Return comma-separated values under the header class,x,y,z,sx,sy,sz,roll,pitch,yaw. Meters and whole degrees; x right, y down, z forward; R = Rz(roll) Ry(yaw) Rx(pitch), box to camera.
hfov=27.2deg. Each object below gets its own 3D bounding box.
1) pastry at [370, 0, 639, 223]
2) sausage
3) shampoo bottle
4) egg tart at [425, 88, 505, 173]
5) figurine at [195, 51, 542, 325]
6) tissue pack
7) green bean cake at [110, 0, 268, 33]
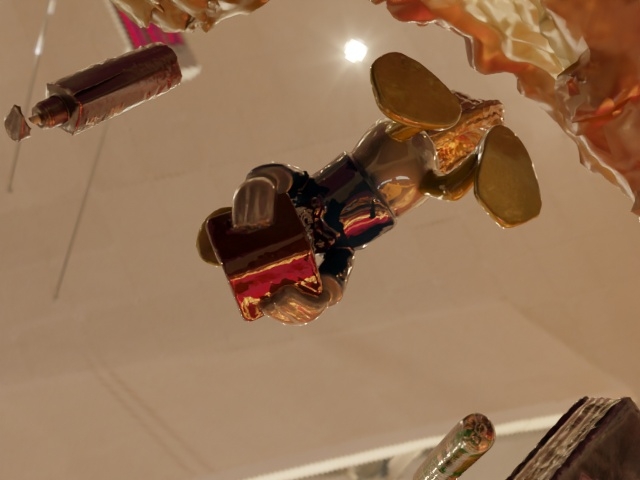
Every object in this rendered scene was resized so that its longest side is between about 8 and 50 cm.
class,x,y,z,sx,sy,sz,roll,pitch,yaw
pastry,0.200,-0.137,0.486,0.337,0.292,0.405,-43,-93,8
sausage,0.107,0.182,1.098,0.033,0.269,0.032,2,-110,-5
shampoo bottle,-0.266,-0.171,1.554,0.067,0.068,0.236,31,-136,29
egg tart,0.147,-0.134,1.745,0.213,0.212,0.090,-22,-106,-31
figurine,0.000,0.000,1.285,0.283,0.338,0.204,-40,-87,-37
tissue pack,0.283,0.380,1.491,0.361,0.122,0.259,-43,-73,-25
green bean cake,-0.051,-0.334,1.173,0.202,0.285,0.310,41,-117,-12
